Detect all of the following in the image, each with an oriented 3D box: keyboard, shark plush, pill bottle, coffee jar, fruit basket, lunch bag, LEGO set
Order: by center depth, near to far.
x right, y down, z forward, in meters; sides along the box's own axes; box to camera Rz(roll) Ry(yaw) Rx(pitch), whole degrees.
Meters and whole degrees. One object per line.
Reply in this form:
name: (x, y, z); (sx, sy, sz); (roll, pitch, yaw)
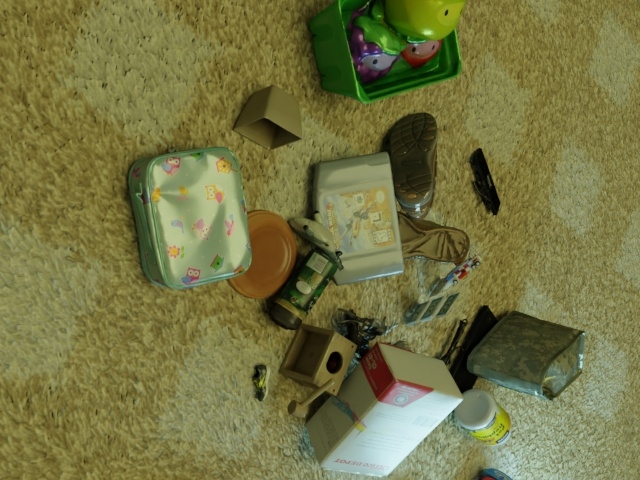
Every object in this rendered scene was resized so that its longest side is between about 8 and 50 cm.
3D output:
lunch bag: (-0.263, -0.050, 1.530); (0.224, 0.108, 0.279); (-13, 100, -33)
fruit basket: (0.202, -0.480, 1.726); (0.392, 0.392, 0.283); (-24, 108, -37)
coffee jar: (-0.041, 0.116, 1.727); (0.079, 0.096, 0.184); (34, 78, 1)
shark plush: (0.000, 0.000, 1.760); (0.161, 0.067, 0.073); (40, 42, -20)
LEGO set: (0.324, 0.110, 2.010); (0.060, 0.182, 0.244); (45, 60, -9)
lunch bag: (0.578, 0.341, 2.164); (0.287, 0.235, 0.169); (-24, 120, -43)
pill bottle: (0.468, 0.509, 2.175); (0.215, 0.117, 0.117); (45, 65, -47)
keyboard: (0.410, 0.323, 2.183); (0.201, 0.033, 0.317); (50, 62, -39)
keyboard: (0.466, -0.161, 2.199); (0.192, 0.038, 0.100); (65, 33, -22)

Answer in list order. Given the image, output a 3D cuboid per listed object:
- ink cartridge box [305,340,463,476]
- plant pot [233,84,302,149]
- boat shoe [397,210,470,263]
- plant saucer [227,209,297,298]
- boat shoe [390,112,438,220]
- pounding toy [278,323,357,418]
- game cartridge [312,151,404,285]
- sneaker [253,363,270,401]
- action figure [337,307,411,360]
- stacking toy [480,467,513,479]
ink cartridge box: (0.144, 0.400, 1.788); (0.226, 0.131, 0.306); (21, 120, -35)
plant pot: (-0.105, -0.270, 1.656); (0.109, 0.109, 0.096); (27, 64, -38)
boat shoe: (0.207, -0.010, 1.935); (0.341, 0.110, 0.121); (14, 95, -22)
plant saucer: (-0.127, 0.032, 1.700); (0.200, 0.037, 0.200); (-4, 96, -41)
boat shoe: (0.235, -0.186, 1.912); (0.116, 0.123, 0.324); (71, 24, -49)
pounding toy: (-0.001, 0.311, 1.733); (0.094, 0.181, 0.206); (36, 70, -36)
game cartridge: (0.083, -0.048, 1.808); (0.198, 0.062, 0.297); (-12, 100, -15)
sneaker: (-0.136, 0.319, 1.723); (0.035, 0.031, 0.083); (10, 83, -27)
action figure: (0.144, 0.255, 1.872); (0.141, 0.164, 0.275); (-27, 123, 7)
stacking toy: (0.440, 0.806, 2.189); (0.302, 0.175, 0.165); (-29, 112, -20)
